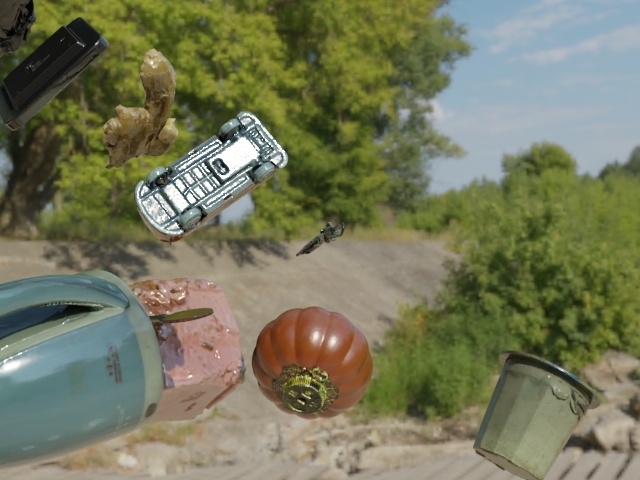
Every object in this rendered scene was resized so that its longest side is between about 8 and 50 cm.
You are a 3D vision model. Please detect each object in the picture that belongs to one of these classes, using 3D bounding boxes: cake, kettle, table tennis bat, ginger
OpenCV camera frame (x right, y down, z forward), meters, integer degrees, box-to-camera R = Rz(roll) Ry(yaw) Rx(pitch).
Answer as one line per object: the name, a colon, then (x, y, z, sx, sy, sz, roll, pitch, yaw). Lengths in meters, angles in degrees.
cake: (-0.381, 0.261, 2.100, 0.314, 0.307, 0.293, 4, -30, -47)
kettle: (-0.412, 0.166, 1.158, 0.342, 0.320, 0.247, -15, 49, -42)
table tennis bat: (-0.284, 0.150, 1.691, 0.158, 0.014, 0.095, -7, 8, 17)
ginger: (-0.305, -0.217, 1.469, 0.133, 0.214, 0.059, -11, 39, -27)

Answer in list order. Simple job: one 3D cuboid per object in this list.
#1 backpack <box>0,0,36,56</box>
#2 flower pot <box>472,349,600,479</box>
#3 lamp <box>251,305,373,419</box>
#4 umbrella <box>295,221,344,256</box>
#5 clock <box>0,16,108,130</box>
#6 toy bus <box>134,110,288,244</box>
backpack: (-0.879, -0.681, 2.187, 0.363, 0.255, 0.446, 21, -44, -24)
flower pot: (0.406, 0.352, 1.678, 0.212, 0.203, 0.212, 27, -15, 8)
lamp: (-0.015, 0.224, 1.579, 0.223, 0.223, 0.196, -4, 31, 14)
umbrella: (0.001, -0.005, 1.739, 0.044, 0.044, 0.269, 9, -13, -19)
clock: (-0.593, -0.372, 1.870, 0.049, 0.273, 0.279, 49, -4, -34)
toy bus: (-0.192, -0.096, 1.468, 0.265, 0.121, 0.120, -38, -5, -23)
